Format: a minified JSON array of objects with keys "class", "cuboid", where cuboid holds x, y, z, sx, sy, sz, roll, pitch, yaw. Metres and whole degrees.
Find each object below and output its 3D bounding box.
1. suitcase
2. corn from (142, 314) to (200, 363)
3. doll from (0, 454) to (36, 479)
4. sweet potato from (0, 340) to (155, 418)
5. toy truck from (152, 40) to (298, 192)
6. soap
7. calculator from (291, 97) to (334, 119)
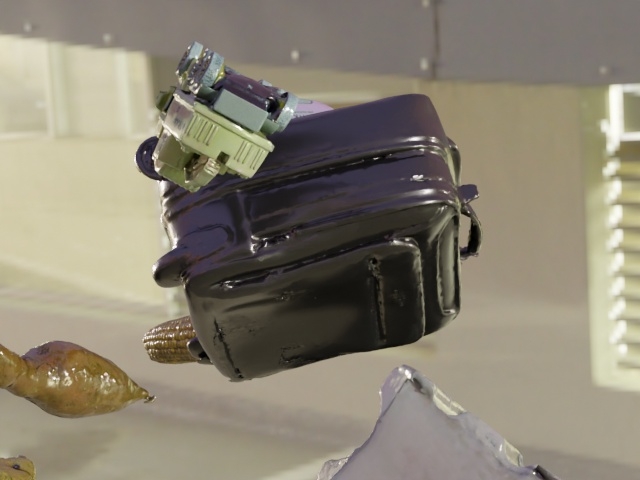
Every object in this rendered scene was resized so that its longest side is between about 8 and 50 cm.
[{"class":"suitcase","cuboid":[0.000,0.000,1.617,0.339,0.188,0.345,-14,-26,-1]},{"class":"corn","cuboid":[-0.185,0.152,2.378,0.231,0.080,0.080,-13,0,38]},{"class":"doll","cuboid":[-0.349,0.322,1.860,0.137,0.097,0.209,-17,-47,43]},{"class":"sweet potato","cuboid":[-0.264,0.132,1.494,0.074,0.075,0.269,1,-13,31]},{"class":"toy truck","cuboid":[-0.092,-0.095,1.299,0.085,0.116,0.191,29,3,-16]},{"class":"soap","cuboid":[0.194,0.348,1.977,0.350,0.213,0.435,36,-2,12]},{"class":"calculator","cuboid":[-0.029,-0.115,2.299,0.141,0.246,0.045,0,-38,-9]}]
